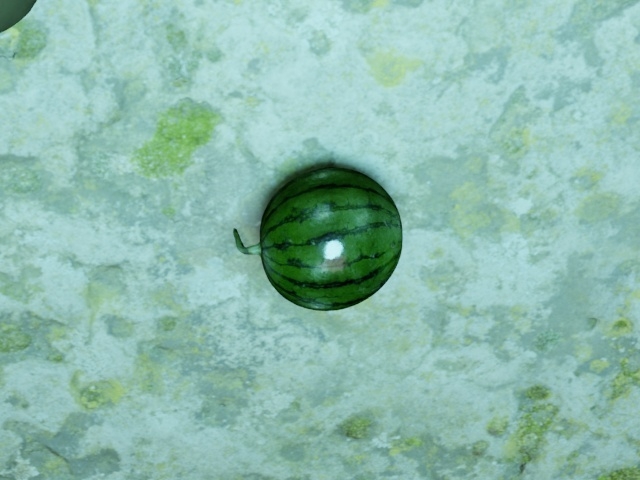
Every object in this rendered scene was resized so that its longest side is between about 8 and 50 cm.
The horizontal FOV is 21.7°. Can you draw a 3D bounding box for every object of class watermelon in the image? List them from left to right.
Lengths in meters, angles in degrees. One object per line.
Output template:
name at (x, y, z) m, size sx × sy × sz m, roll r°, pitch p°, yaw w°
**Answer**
watermelon at (0.000, 0.000, 2.175) m, size 0.214 × 0.188 × 0.188 m, roll -7°, pitch 133°, yaw -8°

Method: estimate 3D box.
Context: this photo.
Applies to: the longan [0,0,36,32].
longan at (-0.419, -0.315, 1.833) m, size 0.246 × 0.246 × 0.215 m, roll 30°, pitch 110°, yaw -28°
